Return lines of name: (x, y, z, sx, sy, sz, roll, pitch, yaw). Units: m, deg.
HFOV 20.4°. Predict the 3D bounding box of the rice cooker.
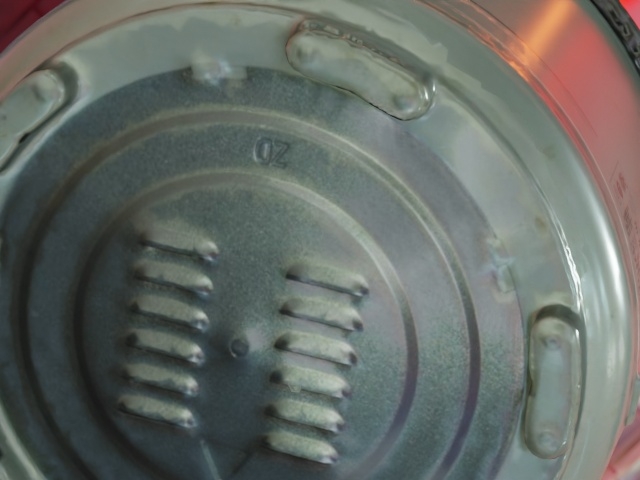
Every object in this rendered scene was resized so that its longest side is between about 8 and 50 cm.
rice cooker: (0.000, 0.000, 0.609, 0.241, 0.280, 0.227, 9, -160, 12)
